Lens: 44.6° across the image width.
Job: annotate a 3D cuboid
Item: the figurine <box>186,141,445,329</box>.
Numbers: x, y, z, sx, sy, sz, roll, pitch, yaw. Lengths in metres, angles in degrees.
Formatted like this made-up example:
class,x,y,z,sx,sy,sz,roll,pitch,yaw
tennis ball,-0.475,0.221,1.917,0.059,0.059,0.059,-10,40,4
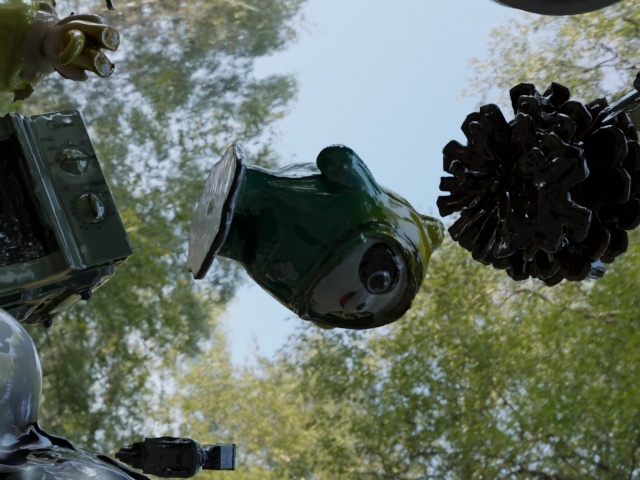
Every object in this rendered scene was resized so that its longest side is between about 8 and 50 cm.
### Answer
class,x,y,z,sx,sy,sz,roll,pitch,yaw
figurine,0.000,0.000,1.120,0.323,0.340,0.231,-56,-154,35

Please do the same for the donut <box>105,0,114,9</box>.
class,x,y,z,sx,sy,sz,roll,pitch,yaw
donut,-0.220,-0.343,0.703,0.217,0.141,0.085,42,-25,-9

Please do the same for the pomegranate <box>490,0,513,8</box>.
class,x,y,z,sx,sy,sz,roll,pitch,yaw
pomegranate,0.386,-0.531,1.211,0.410,0.410,0.409,24,-53,36

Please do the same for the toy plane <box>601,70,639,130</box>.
class,x,y,z,sx,sy,sz,roll,pitch,yaw
toy plane,0.583,-0.276,1.272,0.088,0.192,0.262,48,-47,-1

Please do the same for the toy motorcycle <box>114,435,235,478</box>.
class,x,y,z,sx,sy,sz,roll,pitch,yaw
toy motorcycle,-0.218,0.316,1.143,0.173,0.100,0.058,-8,-106,33

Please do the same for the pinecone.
class,x,y,z,sx,sy,sz,roll,pitch,yaw
pinecone,0.402,-0.107,1.488,0.398,0.398,0.397,24,-53,36

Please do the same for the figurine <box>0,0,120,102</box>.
class,x,y,z,sx,sy,sz,roll,pitch,yaw
figurine,-0.369,-0.257,1.017,0.247,0.131,0.156,9,-97,30

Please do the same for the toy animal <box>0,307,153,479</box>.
class,x,y,z,sx,sy,sz,roll,pitch,yaw
toy animal,-0.181,0.130,0.316,0.267,0.212,0.212,45,-41,-4

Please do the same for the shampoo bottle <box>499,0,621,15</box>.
class,x,y,z,sx,sy,sz,roll,pitch,yaw
shampoo bottle,0.244,-0.380,0.749,0.273,0.266,0.273,12,-32,7

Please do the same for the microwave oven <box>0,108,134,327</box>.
class,x,y,z,sx,sy,sz,roll,pitch,yaw
microwave oven,-0.439,0.020,0.889,0.286,0.355,0.218,-31,-100,49
